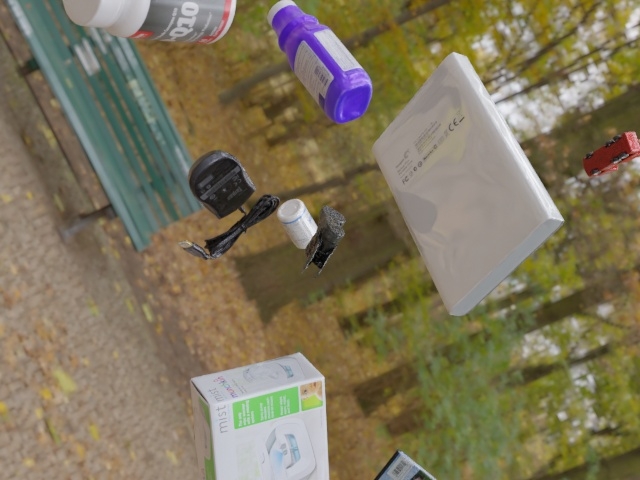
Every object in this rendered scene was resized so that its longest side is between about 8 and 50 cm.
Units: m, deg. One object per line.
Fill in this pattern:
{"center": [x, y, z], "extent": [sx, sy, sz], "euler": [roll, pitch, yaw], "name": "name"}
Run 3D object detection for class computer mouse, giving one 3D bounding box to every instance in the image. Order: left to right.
{"center": [-0.194, -0.066, 1.783], "extent": [0.060, 0.184, 0.262], "euler": [50, 3, 28], "name": "computer mouse"}

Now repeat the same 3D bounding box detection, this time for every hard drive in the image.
{"center": [0.217, -0.092, 1.604], "extent": [0.047, 0.233, 0.353], "euler": [10, 44, -38], "name": "hard drive"}

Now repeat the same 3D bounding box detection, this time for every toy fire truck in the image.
{"center": [0.641, -0.187, 2.075], "extent": [0.192, 0.135, 0.047], "euler": [-39, -118, 59], "name": "toy fire truck"}

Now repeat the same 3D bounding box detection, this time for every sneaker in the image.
{"center": [0.002, 0.001, 1.805], "extent": [0.051, 0.089, 0.170], "euler": [30, 16, -10], "name": "sneaker"}

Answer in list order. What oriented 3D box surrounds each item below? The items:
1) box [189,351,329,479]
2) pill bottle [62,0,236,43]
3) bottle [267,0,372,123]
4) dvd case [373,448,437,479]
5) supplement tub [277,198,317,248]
{"center": [-0.115, 0.373, 1.941], "extent": [0.127, 0.231, 0.262], "euler": [-146, -130, -59], "name": "box"}
{"center": [-0.306, -0.441, 1.830], "extent": [0.283, 0.161, 0.161], "euler": [-6, 66, -44], "name": "pill bottle"}
{"center": [-0.007, -0.356, 1.981], "extent": [0.283, 0.092, 0.118], "euler": [55, -28, 29], "name": "bottle"}
{"center": [0.200, 0.569, 2.054], "extent": [0.253, 0.180, 0.022], "euler": [38, 5, 8], "name": "dvd case"}
{"center": [-0.052, -0.039, 2.427], "extent": [0.107, 0.071, 0.071], "euler": [58, 7, -39], "name": "supplement tub"}
